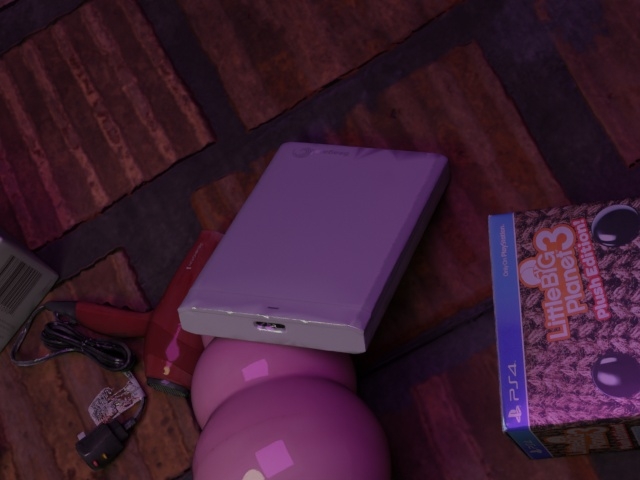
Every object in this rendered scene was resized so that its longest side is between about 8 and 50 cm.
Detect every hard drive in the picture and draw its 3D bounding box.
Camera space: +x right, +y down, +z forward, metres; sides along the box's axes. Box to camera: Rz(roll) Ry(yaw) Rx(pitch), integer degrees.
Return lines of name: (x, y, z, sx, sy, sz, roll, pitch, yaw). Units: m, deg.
hard drive: (0.000, 0.000, 1.819, 0.203, 0.040, 0.307, 6, 39, 20)

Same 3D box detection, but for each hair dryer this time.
hair dryer: (-0.214, 0.095, 1.931, 0.293, 0.080, 0.223, -38, 64, 2)

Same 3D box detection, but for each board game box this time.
board game box: (0.330, 0.083, 1.717, 0.291, 0.141, 0.232, -8, 69, 15)

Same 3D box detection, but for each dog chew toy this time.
dog chew toy: (-0.046, 0.172, 1.786, 0.206, 0.206, 0.332, -23, 52, 10)

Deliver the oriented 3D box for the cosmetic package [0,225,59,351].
cosmetic package: (-0.442, 0.029, 1.990, 0.183, 0.151, 0.151, 36, 86, 26)
